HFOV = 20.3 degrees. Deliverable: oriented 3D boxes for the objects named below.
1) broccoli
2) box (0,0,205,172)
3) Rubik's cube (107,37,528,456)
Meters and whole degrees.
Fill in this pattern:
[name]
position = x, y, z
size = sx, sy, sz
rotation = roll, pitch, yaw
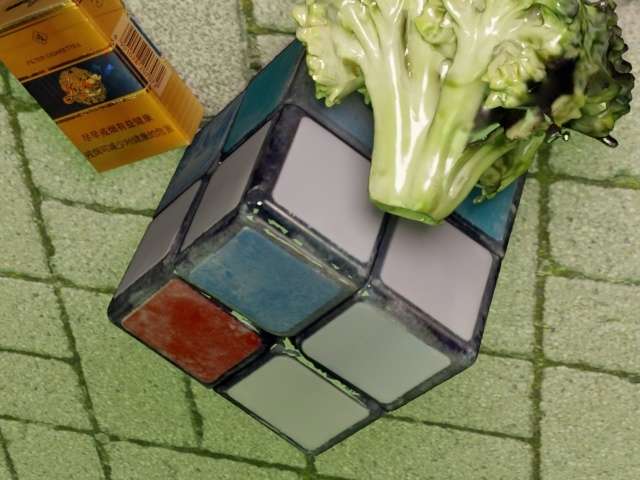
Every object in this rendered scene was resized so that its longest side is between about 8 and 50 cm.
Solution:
[broccoli]
position = 0.134, -0.155, 1.758
size = 0.347, 0.281, 0.293
rotation = 19, 174, -20
[box]
position = -0.264, -0.195, 2.080
size = 0.152, 0.070, 0.237
rotation = -15, 127, 34
[Rubik's cube]
position = 0.000, 0.000, 1.998
size = 0.316, 0.318, 0.313
rotation = 36, 138, -16
